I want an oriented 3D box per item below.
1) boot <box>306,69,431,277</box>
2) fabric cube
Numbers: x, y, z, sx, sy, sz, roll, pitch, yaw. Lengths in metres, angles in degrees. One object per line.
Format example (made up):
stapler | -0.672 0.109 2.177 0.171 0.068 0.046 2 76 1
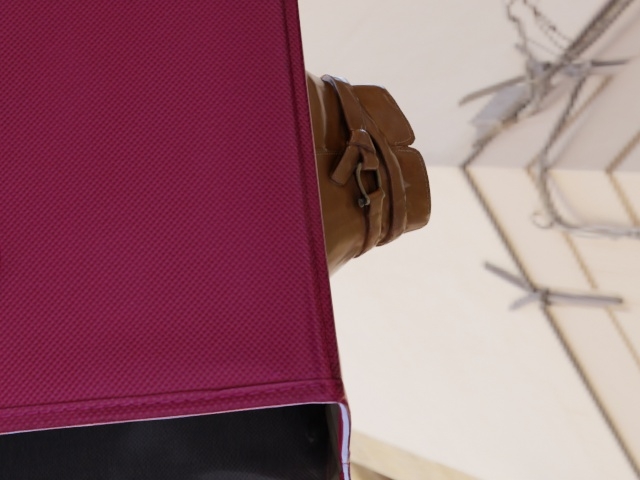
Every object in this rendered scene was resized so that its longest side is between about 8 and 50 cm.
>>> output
boot | 0.000 0.000 1.052 0.220 0.109 0.283 -4 -107 -48
fabric cube | -0.125 -0.017 0.579 0.254 0.259 0.258 -5 -109 -1
